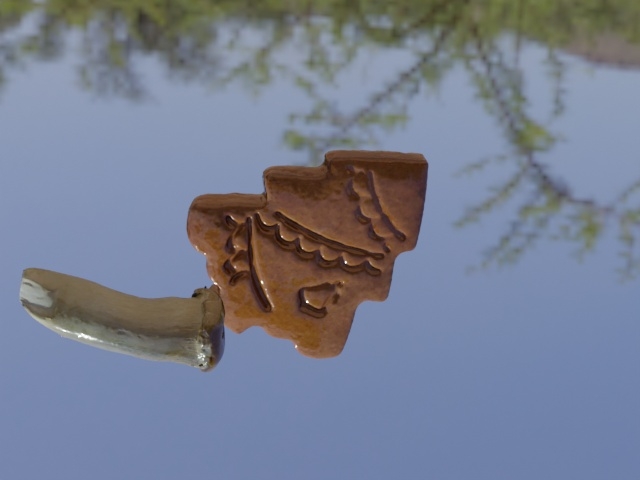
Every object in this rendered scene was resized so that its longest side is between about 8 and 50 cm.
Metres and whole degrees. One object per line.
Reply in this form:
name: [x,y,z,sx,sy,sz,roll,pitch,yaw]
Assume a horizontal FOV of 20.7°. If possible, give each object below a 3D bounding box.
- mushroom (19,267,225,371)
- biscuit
mushroom: [-0.193,0.073,1.714,0.209,0.084,0.071,12,-134,-8]
biscuit: [0.000,0.000,2.011,0.284,0.306,0.043,45,-166,-31]
